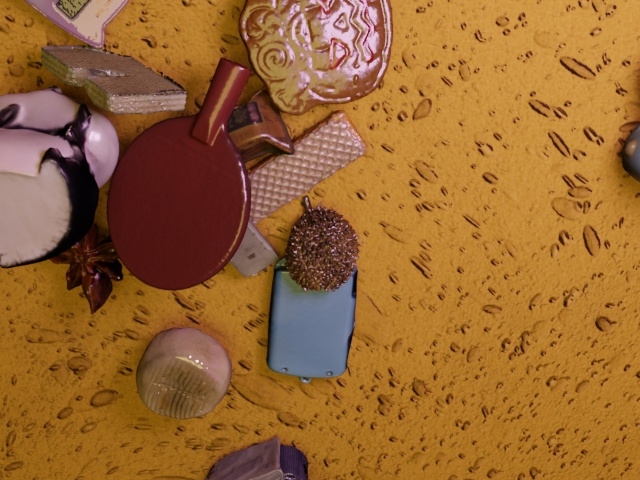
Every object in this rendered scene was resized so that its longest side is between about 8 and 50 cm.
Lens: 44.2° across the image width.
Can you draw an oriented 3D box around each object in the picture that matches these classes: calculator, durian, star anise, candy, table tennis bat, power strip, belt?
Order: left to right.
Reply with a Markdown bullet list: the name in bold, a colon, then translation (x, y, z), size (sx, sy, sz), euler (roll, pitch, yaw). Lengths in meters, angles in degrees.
- **calculator**: translation (-0.431, -0.473, 1.297), size (0.194, 0.043, 0.294), euler (-42, 112, 16)
- **star anise**: translation (-0.433, 0.029, 1.472), size (0.212, 0.111, 0.196), euler (15, 106, 3)
- **table tennis bat**: translation (-0.224, -0.109, 1.335), size (0.268, 0.051, 0.415), euler (29, 103, 16)
- **candy**: translation (-0.188, -0.171, 1.392), size (0.271, 0.101, 0.143), euler (-20, 79, 12)
- **power strip**: translation (-0.146, 0.005, 1.447), size (0.079, 0.029, 0.227), euler (-29, 145, 5)
- **belt**: translation (-0.138, 0.521, 1.654), size (0.230, 0.126, 0.140), euler (-18, 112, 9)
- **calculator**: translation (-0.016, 0.154, 1.546), size (0.172, 0.051, 0.293), euler (5, 111, -3)
- **durian**: translation (0.000, 0.000, 1.445), size (0.148, 0.091, 0.189), euler (-15, 74, -7)

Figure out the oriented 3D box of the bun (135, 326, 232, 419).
- **bun**: translation (-0.268, 0.258, 1.555), size (0.178, 0.128, 0.193), euler (24, 121, -9)

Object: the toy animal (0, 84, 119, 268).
- **toy animal**: translation (-0.467, -0.125, 1.304), size (0.250, 0.310, 0.251), euler (1, 121, 2)

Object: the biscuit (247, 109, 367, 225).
- **biscuit**: translation (-0.092, -0.103, 1.444), size (0.378, 0.054, 0.094), euler (-32, 108, 12)

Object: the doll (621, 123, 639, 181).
- **doll**: translation (0.616, -0.218, 1.329), size (0.161, 0.177, 0.261), euler (8, 116, -3)

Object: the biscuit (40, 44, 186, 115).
- **biscuit**: translation (-0.348, -0.270, 1.308), size (0.250, 0.147, 0.046), euler (34, 123, 35)

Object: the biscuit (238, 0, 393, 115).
- **biscuit**: translation (-0.005, -0.358, 1.317), size (0.257, 0.049, 0.273), euler (-17, 101, -4)
